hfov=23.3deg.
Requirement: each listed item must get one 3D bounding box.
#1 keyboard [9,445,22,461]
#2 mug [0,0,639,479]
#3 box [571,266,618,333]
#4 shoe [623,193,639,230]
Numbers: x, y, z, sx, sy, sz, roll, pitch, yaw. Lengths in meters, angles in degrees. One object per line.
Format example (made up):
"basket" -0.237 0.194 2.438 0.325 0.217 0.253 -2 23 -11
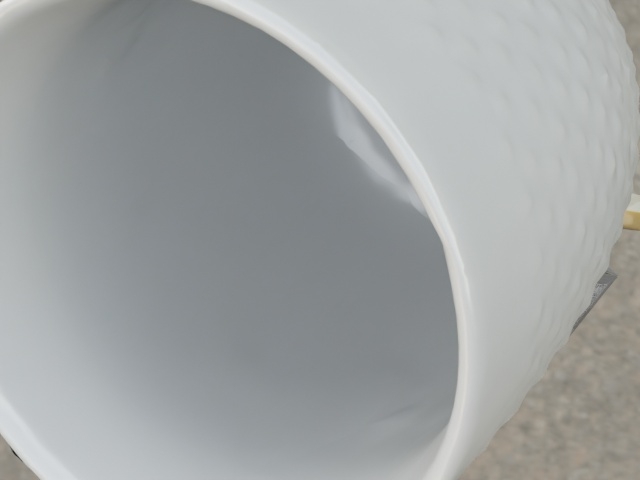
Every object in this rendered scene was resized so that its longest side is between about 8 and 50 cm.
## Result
"keyboard" -0.349 0.174 1.755 0.038 0.100 0.192 -35 53 1
"mug" 0.000 0.000 0.789 0.276 0.328 0.374 30 124 15
"box" 0.119 0.058 1.354 0.231 0.056 0.183 -54 55 18
"shoe" 0.152 -0.062 1.180 0.219 0.076 0.058 21 99 14
